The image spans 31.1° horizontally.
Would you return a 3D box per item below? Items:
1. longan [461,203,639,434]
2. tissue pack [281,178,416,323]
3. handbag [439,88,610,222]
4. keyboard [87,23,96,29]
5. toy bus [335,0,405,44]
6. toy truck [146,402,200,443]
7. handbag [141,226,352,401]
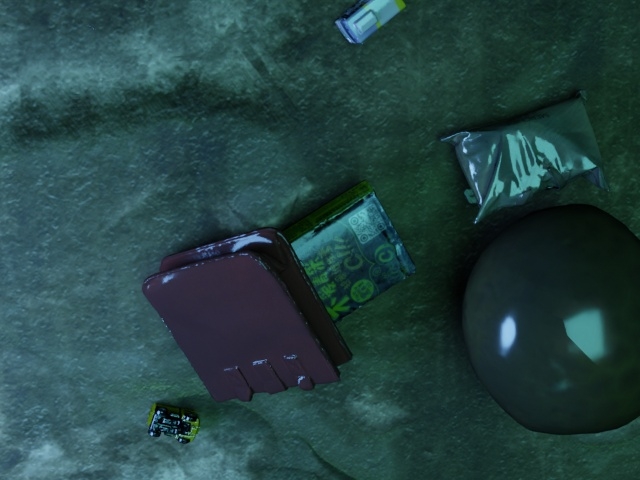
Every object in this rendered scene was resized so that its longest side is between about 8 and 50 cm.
[{"bbox_3d":[0.414,0.135,1.896,0.404,0.336,0.405,7,80,-47],"label":"longan"},{"bbox_3d":[0.020,0.036,1.864,0.235,0.073,0.173,-33,113,-5],"label":"tissue pack"},{"bbox_3d":[0.349,-0.133,1.911,0.270,0.117,0.183,-17,78,-10],"label":"handbag"},{"bbox_3d":[-0.265,-0.482,1.656,0.103,0.041,0.381,23,113,14],"label":"keyboard"},{"bbox_3d":[0.079,-0.356,1.810,0.102,0.058,0.052,-39,111,-3],"label":"toy bus"},{"bbox_3d":[-0.241,0.300,1.899,0.083,0.054,0.049,16,100,-19],"label":"toy truck"},{"bbox_3d":[-0.118,0.127,1.807,0.260,0.084,0.276,-17,116,31],"label":"handbag"}]
